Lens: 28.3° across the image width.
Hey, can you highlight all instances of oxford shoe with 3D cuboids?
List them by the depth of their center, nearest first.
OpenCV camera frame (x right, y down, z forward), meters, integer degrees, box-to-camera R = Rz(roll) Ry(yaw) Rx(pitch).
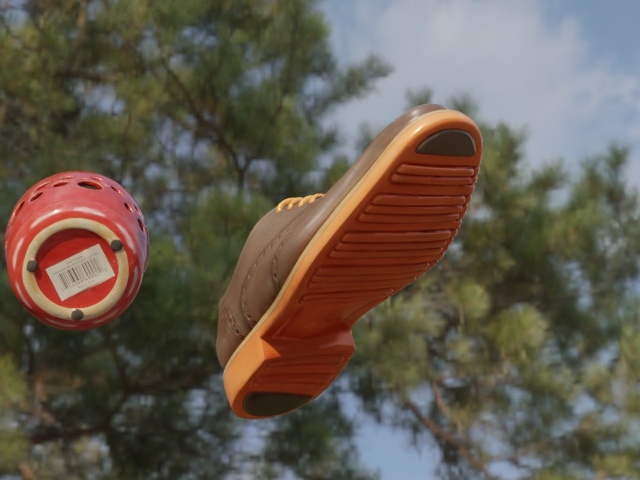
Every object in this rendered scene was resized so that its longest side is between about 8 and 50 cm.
[{"bbox_3d":[0.000,0.000,1.055,0.130,0.133,0.364,4,-41,-37],"label":"oxford shoe"}]

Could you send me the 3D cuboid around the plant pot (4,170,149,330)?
[{"bbox_3d":[-0.317,0.014,1.648,0.191,0.174,0.191,-2,-79,-9],"label":"plant pot"}]
